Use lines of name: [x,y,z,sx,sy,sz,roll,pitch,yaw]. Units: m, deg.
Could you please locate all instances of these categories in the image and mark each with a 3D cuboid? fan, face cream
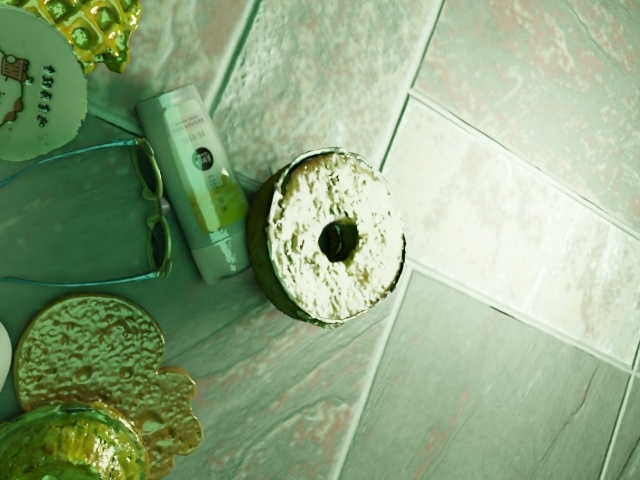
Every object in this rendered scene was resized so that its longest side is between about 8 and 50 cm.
fan: [-0.444,-0.198,0.804,0.329,0.009,0.191,8,112,-22]
face cream: [-0.164,-0.077,0.952,0.107,0.073,0.269,-27,106,-24]

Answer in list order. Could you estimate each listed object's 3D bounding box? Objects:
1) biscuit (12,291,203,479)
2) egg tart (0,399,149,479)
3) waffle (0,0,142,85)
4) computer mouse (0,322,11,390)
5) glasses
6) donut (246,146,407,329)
biscuit: [-0.277,0.198,0.918,0.202,0.044,0.289,-45,113,-13]
egg tart: [-0.319,0.299,0.850,0.212,0.090,0.213,-3,105,-10]
waffle: [-0.348,-0.333,0.843,0.291,0.051,0.291,-3,98,-25]
computer mouse: [-0.470,0.208,0.776,0.184,0.121,0.297,29,78,-27]
glasses: [-0.309,-0.031,0.897,0.220,0.088,0.190,-9,98,-7]
donut: [0.000,0.000,0.997,0.272,0.107,0.272,11,73,-41]
